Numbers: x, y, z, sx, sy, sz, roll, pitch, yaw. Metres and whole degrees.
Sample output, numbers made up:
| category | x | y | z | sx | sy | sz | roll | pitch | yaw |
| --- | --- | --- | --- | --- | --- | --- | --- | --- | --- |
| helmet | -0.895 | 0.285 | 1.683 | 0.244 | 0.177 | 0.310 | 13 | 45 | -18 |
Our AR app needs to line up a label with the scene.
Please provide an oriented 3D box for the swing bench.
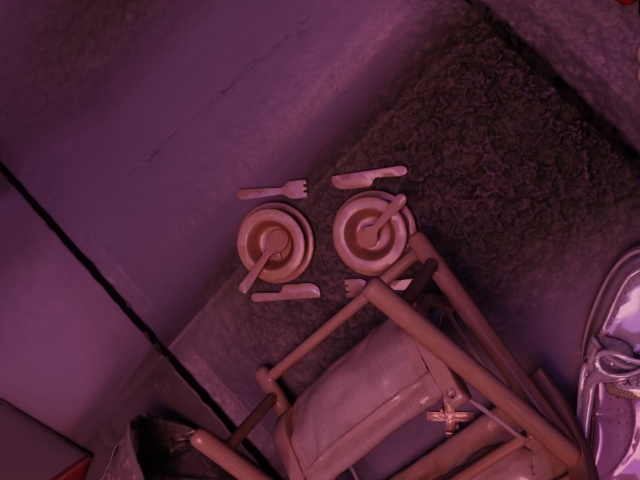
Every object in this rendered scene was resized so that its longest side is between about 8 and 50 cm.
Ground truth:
| category | x | y | z | sx | sy | sz | roll | pitch | yaw |
| --- | --- | --- | --- | --- | --- | --- | --- | --- | --- |
| swing bench | 0.069 | 0.178 | 0.634 | 0.253 | 0.165 | 0.255 | -43 | 87 | 25 |

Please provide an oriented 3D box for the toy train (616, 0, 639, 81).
| category | x | y | z | sx | sy | sz | roll | pitch | yaw |
| --- | --- | --- | --- | --- | --- | --- | --- | --- | --- |
| toy train | 0.292 | -0.214 | 0.544 | 0.105 | 0.143 | 0.248 | 3 | 97 | 17 |

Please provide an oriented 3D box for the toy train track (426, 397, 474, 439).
| category | x | y | z | sx | sy | sz | roll | pitch | yaw |
| --- | --- | --- | --- | --- | --- | --- | --- | --- | --- |
| toy train track | 0.129 | 0.163 | 0.706 | 0.048 | 0.014 | 0.083 | -4 | 95 | 17 |

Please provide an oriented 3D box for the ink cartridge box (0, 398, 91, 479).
| category | x | y | z | sx | sy | sz | roll | pitch | yaw |
| --- | --- | --- | --- | --- | --- | --- | --- | --- | --- |
| ink cartridge box | -0.447 | 0.414 | 0.770 | 0.160 | 0.279 | 0.385 | 26 | 104 | 11 |

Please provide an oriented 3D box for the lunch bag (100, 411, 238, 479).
| category | x | y | z | sx | sy | sz | roll | pitch | yaw |
| --- | --- | --- | --- | --- | --- | --- | --- | --- | --- |
| lunch bag | -0.146 | 0.355 | 0.735 | 0.287 | 0.169 | 0.235 | 31 | 108 | 19 |

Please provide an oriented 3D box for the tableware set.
| category | x | y | z | sx | sy | sz | roll | pitch | yaw |
| --- | --- | --- | --- | --- | --- | --- | --- | --- | --- |
| tableware set | 0.000 | 0.000 | 0.711 | 0.194 | 0.039 | 0.128 | -6 | 95 | 17 |

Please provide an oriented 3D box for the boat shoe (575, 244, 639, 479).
| category | x | y | z | sx | sy | sz | roll | pitch | yaw |
| --- | --- | --- | --- | --- | --- | --- | --- | --- | --- |
| boat shoe | 0.282 | 0.165 | 0.614 | 0.118 | 0.103 | 0.321 | 12 | 100 | 15 |

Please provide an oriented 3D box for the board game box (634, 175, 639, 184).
| category | x | y | z | sx | sy | sz | roll | pitch | yaw |
| --- | --- | --- | --- | --- | --- | --- | --- | --- | --- |
| board game box | 0.467 | 0.016 | 0.555 | 0.233 | 0.078 | 0.347 | -39 | 85 | 17 |
